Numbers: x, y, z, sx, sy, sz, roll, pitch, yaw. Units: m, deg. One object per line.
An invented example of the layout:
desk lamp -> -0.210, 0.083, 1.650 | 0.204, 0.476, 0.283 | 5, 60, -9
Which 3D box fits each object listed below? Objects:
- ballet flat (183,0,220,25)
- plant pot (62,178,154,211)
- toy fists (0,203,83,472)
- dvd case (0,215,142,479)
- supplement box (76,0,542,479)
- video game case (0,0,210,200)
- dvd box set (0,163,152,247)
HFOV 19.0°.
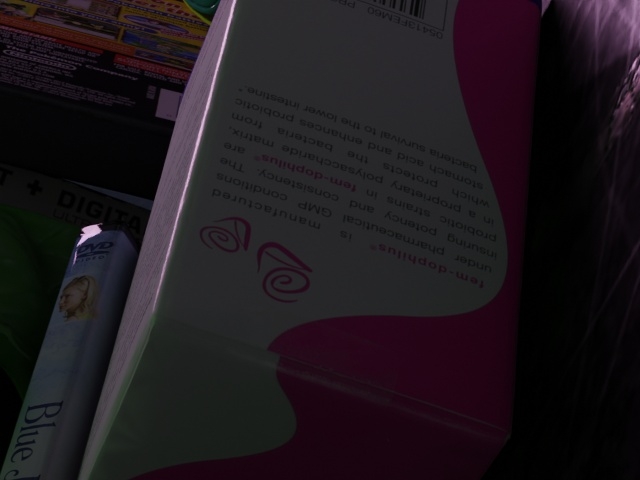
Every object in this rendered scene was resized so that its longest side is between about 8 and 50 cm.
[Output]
ballet flat -> -0.016, -0.126, 0.931 | 0.231, 0.077, 0.077 | 50, 122, 49
plant pot -> -0.161, 0.013, 1.348 | 0.290, 0.195, 0.290 | -161, 90, -82
toy fists -> -0.102, 0.122, 0.748 | 0.142, 0.096, 0.279 | -91, -11, -73
dvd case -> -0.062, 0.140, 0.654 | 0.253, 0.022, 0.180 | -80, -30, -47
supplement box -> 0.000, 0.000, 0.646 | 0.220, 0.111, 0.114 | -79, 12, -47
video game case -> -0.098, -0.077, 0.888 | 0.248, 0.275, 0.035 | -94, 19, -71
dvd box set -> -0.193, 0.166, 0.846 | 0.062, 0.308, 0.420 | -176, 106, -74
